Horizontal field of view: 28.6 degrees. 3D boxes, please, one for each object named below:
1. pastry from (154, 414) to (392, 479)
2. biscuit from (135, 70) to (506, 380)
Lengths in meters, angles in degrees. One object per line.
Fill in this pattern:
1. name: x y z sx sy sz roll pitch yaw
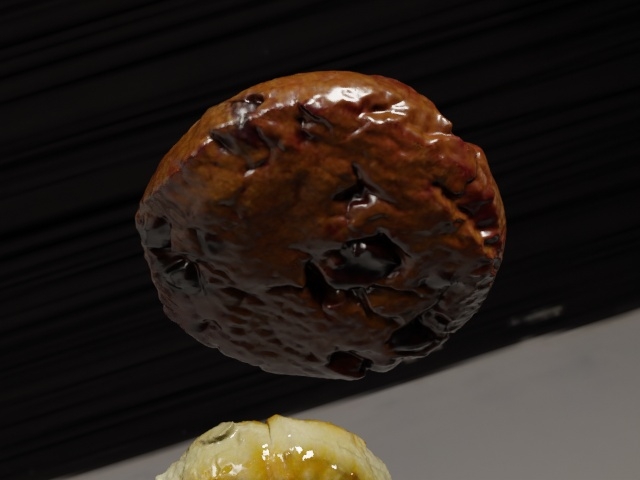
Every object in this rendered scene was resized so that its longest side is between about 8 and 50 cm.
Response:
1. pastry: -0.042 0.274 1.342 0.257 0.236 0.121 55 21 -40
2. biscuit: 0.000 0.000 0.630 0.049 0.192 0.192 -87 166 -51
